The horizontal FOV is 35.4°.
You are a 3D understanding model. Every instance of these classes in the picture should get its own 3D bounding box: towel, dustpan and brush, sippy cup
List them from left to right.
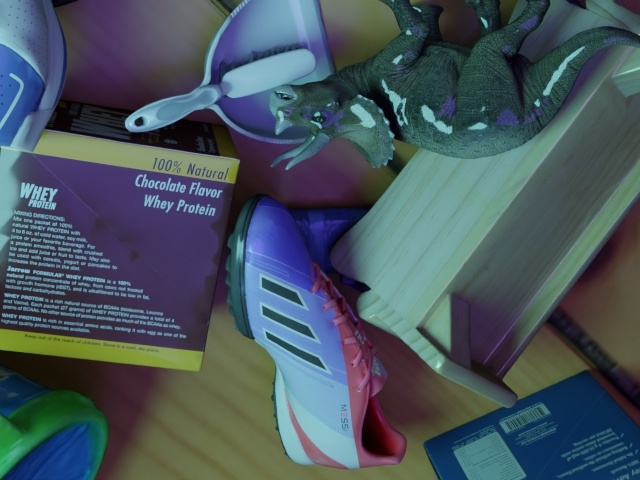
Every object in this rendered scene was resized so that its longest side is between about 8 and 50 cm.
[{"bbox_3d":[-0.340,0.182,0.853,0.224,0.240,0.305,31,109,14],"label":"sippy cup"},{"bbox_3d":[-0.074,-0.135,0.864,0.211,0.060,0.147,-22,111,-18],"label":"dustpan and brush"},{"bbox_3d":[0.000,0.000,0.967,0.120,0.029,0.067,-2,110,-9],"label":"towel"}]

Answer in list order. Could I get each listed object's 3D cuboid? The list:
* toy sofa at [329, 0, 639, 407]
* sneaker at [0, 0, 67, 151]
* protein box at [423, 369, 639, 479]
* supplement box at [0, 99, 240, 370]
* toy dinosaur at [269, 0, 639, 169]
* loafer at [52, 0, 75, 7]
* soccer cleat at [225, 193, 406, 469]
[{"bbox_3d":[0.191,-0.044,0.923,0.362,0.177,0.150,-54,138,5],"label":"toy sofa"},{"bbox_3d":[-0.264,-0.232,0.713,0.128,0.182,0.315,7,84,18],"label":"sneaker"},{"bbox_3d":[0.239,0.265,1.008,0.200,0.201,0.136,-24,111,-1],"label":"protein box"},{"bbox_3d":[-0.185,-0.009,0.878,0.191,0.129,0.194,8,107,-13],"label":"supplement box"},{"bbox_3d":[0.119,-0.132,0.857,0.314,0.121,0.160,3,91,15],"label":"toy dinosaur"},{"bbox_3d":[-0.188,-0.242,0.824,0.223,0.078,0.076,-19,110,-3],"label":"loafer"},{"bbox_3d":[0.002,0.091,0.917,0.116,0.108,0.318,4,129,23],"label":"soccer cleat"}]
